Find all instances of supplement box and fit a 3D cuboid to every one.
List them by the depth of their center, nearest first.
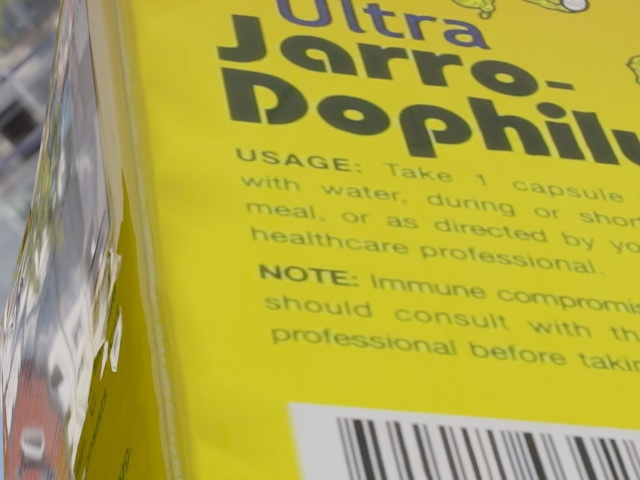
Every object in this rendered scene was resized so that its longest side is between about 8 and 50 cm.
[{"bbox_3d":[0.027,0.065,0.513,0.356,0.195,0.194,-104,-156,-53],"label":"supplement box"}]
